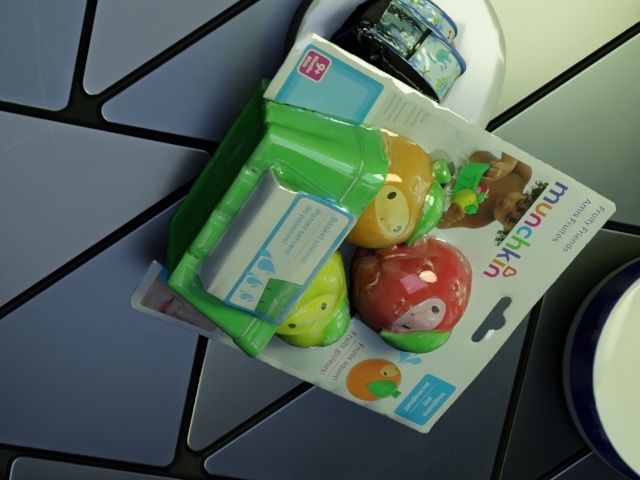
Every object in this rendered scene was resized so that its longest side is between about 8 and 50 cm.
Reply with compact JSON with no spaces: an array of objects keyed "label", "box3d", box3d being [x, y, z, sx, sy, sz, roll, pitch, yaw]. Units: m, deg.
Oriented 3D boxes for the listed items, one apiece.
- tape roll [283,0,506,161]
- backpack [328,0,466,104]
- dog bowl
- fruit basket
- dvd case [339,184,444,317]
[{"label":"tape roll","box3d":[0.074,-0.179,1.293,0.219,0.072,0.219,-2,102,-8]},{"label":"backpack","box3d":[0.081,-0.182,1.202,0.114,0.105,0.084,41,79,-11]},{"label":"dog bowl","box3d":[0.400,0.141,1.361,0.264,0.104,0.265,0,89,-6]},{"label":"fruit basket","box3d":[0.048,0.019,1.196,0.353,0.165,0.327,29,116,-16]},{"label":"dvd case","box3d":[0.000,0.000,1.295,0.179,0.029,0.239,30,115,-13]}]
